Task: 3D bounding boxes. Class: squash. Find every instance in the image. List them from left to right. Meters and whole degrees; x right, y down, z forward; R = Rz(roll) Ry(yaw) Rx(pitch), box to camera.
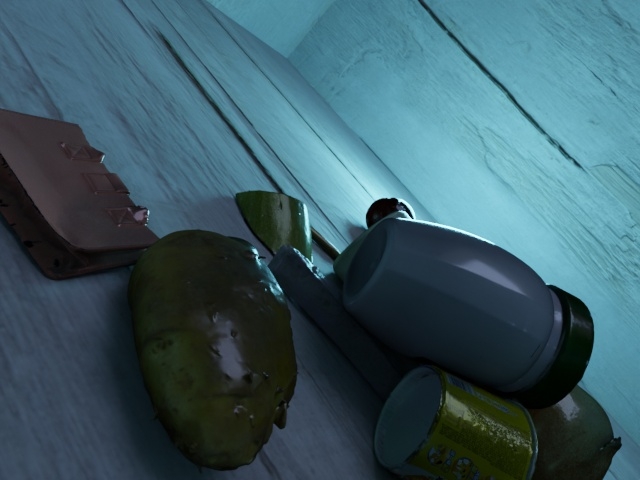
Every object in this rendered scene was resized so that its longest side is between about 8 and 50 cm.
[{"bbox_3d":[-0.061,-0.036,1.009,0.191,0.085,0.184,19,30,-50],"label":"squash"}]

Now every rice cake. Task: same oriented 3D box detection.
[{"bbox_3d":[0.046,0.153,0.855,0.365,0.072,0.056,46,15,4],"label":"rice cake"}]

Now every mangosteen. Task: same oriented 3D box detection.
[{"bbox_3d":[0.232,-0.052,1.591,0.166,0.166,0.180,14,60,-57],"label":"mangosteen"}]

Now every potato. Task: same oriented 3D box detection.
[{"bbox_3d":[-0.111,0.099,0.529,0.191,0.141,0.296,30,26,-35],"label":"potato"}]

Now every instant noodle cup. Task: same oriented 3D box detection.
[{"bbox_3d":[0.183,0.282,0.698,0.152,0.205,0.205,34,20,-11],"label":"instant noodle cup"}]

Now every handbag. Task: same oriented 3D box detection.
[{"bbox_3d":[-0.299,-0.056,0.578,0.213,0.059,0.157,50,20,11],"label":"handbag"}]

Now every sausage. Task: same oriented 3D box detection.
[{"bbox_3d":[0.000,0.000,1.160,0.132,0.024,0.024,41,19,-10],"label":"sausage"}]

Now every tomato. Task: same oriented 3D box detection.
[{"bbox_3d":[0.422,0.366,0.950,0.303,0.239,0.303,44,15,-15],"label":"tomato"}]

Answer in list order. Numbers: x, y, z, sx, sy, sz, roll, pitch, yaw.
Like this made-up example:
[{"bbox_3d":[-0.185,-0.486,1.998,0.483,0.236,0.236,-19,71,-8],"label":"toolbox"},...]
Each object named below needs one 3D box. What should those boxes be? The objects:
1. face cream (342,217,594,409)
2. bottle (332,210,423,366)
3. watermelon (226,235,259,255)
[{"bbox_3d":[0.229,0.110,0.801,0.356,0.220,0.312,25,-12,-8],"label":"face cream"},{"bbox_3d":[0.215,0.125,1.057,0.352,0.229,0.229,51,19,14],"label":"bottle"},{"bbox_3d":[-0.135,0.032,0.718,0.078,0.078,0.110,53,21,23],"label":"watermelon"}]
